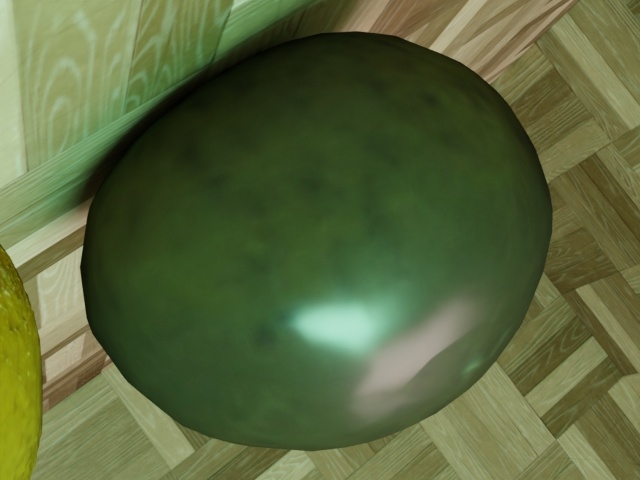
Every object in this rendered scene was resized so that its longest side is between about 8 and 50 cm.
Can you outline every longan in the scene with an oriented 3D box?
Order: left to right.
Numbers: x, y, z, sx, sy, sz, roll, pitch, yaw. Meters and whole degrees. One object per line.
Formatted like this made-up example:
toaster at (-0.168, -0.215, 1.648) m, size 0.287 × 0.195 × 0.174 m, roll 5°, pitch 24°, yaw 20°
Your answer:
longan at (0.000, 0.000, 0.794) m, size 0.404 × 0.336 × 0.404 m, roll -15°, pitch -148°, yaw 10°

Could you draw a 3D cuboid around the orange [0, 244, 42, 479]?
orange at (-0.207, 0.059, 0.312) m, size 0.236 × 0.236 × 0.236 m, roll -37°, pitch 177°, yaw -2°
